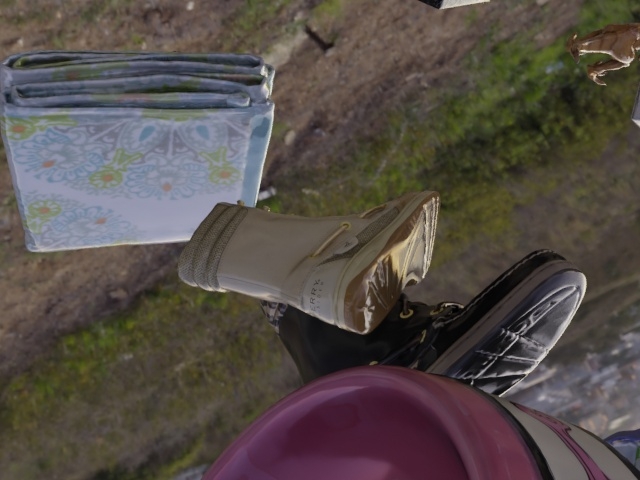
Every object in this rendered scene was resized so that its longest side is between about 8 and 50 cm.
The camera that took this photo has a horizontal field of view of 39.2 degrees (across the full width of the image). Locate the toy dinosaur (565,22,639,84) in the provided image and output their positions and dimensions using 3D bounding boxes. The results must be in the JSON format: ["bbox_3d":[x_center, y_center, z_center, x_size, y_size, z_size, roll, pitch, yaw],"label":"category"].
[{"bbox_3d":[0.298,-0.203,0.923,0.211,0.064,0.112,-14,176,-25],"label":"toy dinosaur"}]

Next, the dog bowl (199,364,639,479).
[{"bbox_3d":[0.023,0.261,0.574,0.408,0.408,0.150,-37,121,27],"label":"dog bowl"}]

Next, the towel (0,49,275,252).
[{"bbox_3d":[-0.232,-0.105,1.163,0.321,0.090,0.374,-3,151,-13],"label":"towel"}]

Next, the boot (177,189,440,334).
[{"bbox_3d":[0.000,0.000,0.911,0.262,0.203,0.095,-42,137,-55],"label":"boot"}]

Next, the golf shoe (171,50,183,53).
[{"bbox_3d":[-0.258,-0.286,1.661,0.094,0.198,0.077,13,125,0],"label":"golf shoe"}]

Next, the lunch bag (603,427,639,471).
[{"bbox_3d":[0.389,0.369,0.883,0.239,0.385,0.328,-15,164,-11],"label":"lunch bag"}]

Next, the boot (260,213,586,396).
[{"bbox_3d":[0.091,0.079,1.036,0.138,0.284,0.377,13,126,-44],"label":"boot"}]

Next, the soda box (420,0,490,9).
[{"bbox_3d":[0.223,-0.418,1.460,0.169,0.053,0.060,-25,138,-48],"label":"soda box"}]

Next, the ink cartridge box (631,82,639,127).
[{"bbox_3d":[0.481,-0.143,1.103,0.127,0.072,0.175,10,168,46],"label":"ink cartridge box"}]
